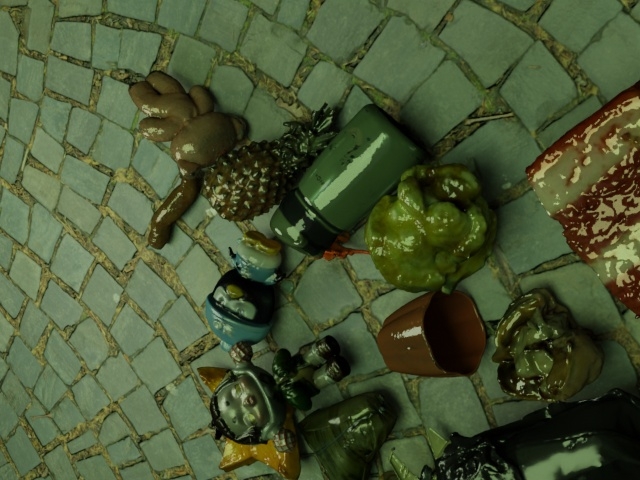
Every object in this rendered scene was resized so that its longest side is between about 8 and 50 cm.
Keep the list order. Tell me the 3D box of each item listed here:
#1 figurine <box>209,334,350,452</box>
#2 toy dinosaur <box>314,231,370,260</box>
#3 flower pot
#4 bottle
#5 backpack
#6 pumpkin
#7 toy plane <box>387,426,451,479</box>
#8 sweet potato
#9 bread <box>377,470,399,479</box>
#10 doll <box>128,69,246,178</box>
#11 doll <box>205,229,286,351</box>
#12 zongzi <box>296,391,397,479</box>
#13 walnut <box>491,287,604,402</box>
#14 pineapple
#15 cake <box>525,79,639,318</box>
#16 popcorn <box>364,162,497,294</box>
[{"bbox_3d":[-0.108,0.352,1.999,0.370,0.167,0.281,-32,74,14],"label":"figurine"},{"bbox_3d":[0.000,0.000,1.901,0.288,0.117,0.070,28,116,27],"label":"toy dinosaur"},{"bbox_3d":[0.223,0.205,1.788,0.173,0.191,0.190,-24,89,49],"label":"flower pot"},{"bbox_3d":[0.042,-0.109,1.757,0.347,0.168,0.168,-45,77,14],"label":"bottle"},{"bbox_3d":[0.458,0.451,1.628,0.446,0.254,0.363,-30,128,24],"label":"backpack"},{"bbox_3d":[-0.172,0.451,2.156,0.259,0.095,0.290,-8,93,32],"label":"pumpkin"},{"bbox_3d":[0.251,0.545,1.850,0.242,0.104,0.256,18,73,1],"label":"toy plane"},{"bbox_3d":[-0.363,-0.090,2.148,0.281,0.067,0.059,-52,30,32],"label":"sweet potato"},{"bbox_3d":[0.186,0.593,1.943,0.149,0.122,0.073,33,116,19],"label":"bread"},{"bbox_3d":[-0.327,-0.275,2.034,0.303,0.201,0.156,43,160,23],"label":"doll"},{"bbox_3d":[-0.183,0.132,2.047,0.177,0.141,0.313,27,113,20],"label":"doll"},{"bbox_3d":[0.105,0.493,1.967,0.251,0.125,0.274,-30,87,42],"label":"zongzi"},{"bbox_3d":[0.442,0.222,1.651,0.204,0.141,0.238,-64,27,22],"label":"walnut"},{"bbox_3d":[-0.089,-0.167,1.904,0.361,0.175,0.175,-24,90,21],"label":"pineapple"},{"bbox_3d":[0.548,-0.088,1.420,0.319,0.269,0.270,51,124,10],"label":"cake"},{"bbox_3d":[0.210,-0.025,1.657,0.225,0.277,0.276,49,124,22],"label":"popcorn"}]
